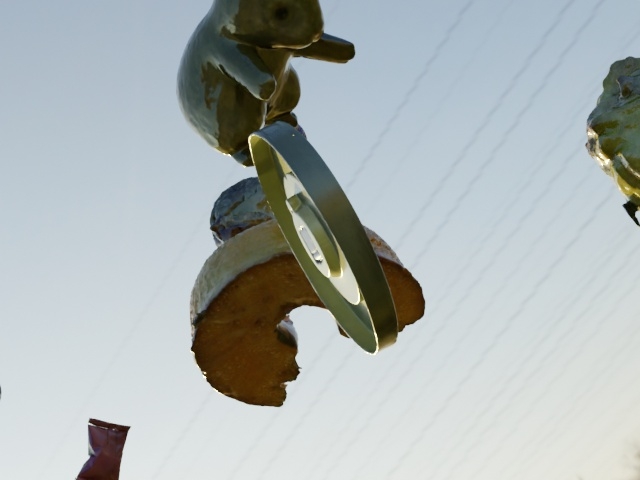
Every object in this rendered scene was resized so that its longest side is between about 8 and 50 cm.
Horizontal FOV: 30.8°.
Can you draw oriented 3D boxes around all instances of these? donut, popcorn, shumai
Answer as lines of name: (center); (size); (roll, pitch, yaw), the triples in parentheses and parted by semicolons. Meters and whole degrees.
donut: (-0.049, 0.101, 2.144); (0.435, 0.163, 0.377); (-28, -43, 8)
popcorn: (0.329, -0.089, 1.100); (0.142, 0.173, 0.173); (-21, -20, 14)
shumai: (-0.133, -0.045, 2.313); (0.184, 0.184, 0.142); (-36, 8, -11)

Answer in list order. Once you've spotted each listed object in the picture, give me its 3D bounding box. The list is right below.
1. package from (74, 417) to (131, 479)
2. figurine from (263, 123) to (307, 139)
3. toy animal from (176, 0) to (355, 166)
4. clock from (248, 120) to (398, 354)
package: (-0.261, 0.258, 1.395); (0.059, 0.083, 0.029); (21, -20, -31)
figurine: (-0.102, -0.190, 2.060); (0.157, 0.126, 0.114); (25, -106, -47)
toy animal: (-0.062, -0.265, 1.453); (0.181, 0.180, 0.363); (-40, -13, -47)
clock: (0.000, 0.000, 1.065); (0.029, 0.235, 0.235); (-28, -26, -11)
